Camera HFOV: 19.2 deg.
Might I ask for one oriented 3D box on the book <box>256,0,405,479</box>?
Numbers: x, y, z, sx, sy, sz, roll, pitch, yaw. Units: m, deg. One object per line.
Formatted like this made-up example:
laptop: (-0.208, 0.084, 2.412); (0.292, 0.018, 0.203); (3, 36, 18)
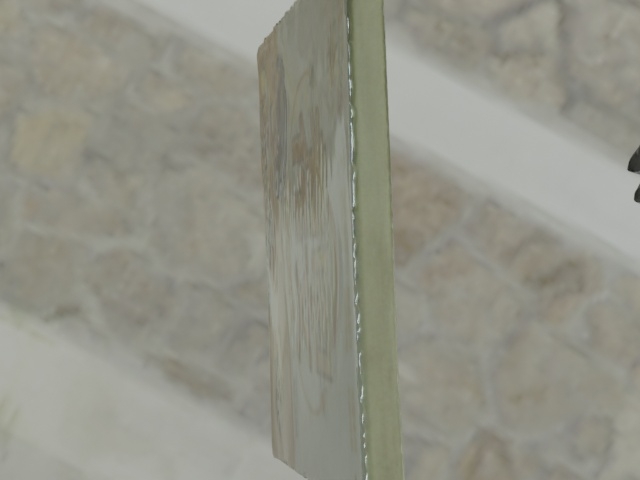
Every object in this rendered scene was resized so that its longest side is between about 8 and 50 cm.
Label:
book: (0.000, 0.000, 0.802); (0.020, 0.208, 0.295); (-2, 178, -8)

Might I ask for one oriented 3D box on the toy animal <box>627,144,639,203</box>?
toy animal: (0.220, -0.034, 0.660); (0.225, 0.302, 0.284); (4, -136, 10)
